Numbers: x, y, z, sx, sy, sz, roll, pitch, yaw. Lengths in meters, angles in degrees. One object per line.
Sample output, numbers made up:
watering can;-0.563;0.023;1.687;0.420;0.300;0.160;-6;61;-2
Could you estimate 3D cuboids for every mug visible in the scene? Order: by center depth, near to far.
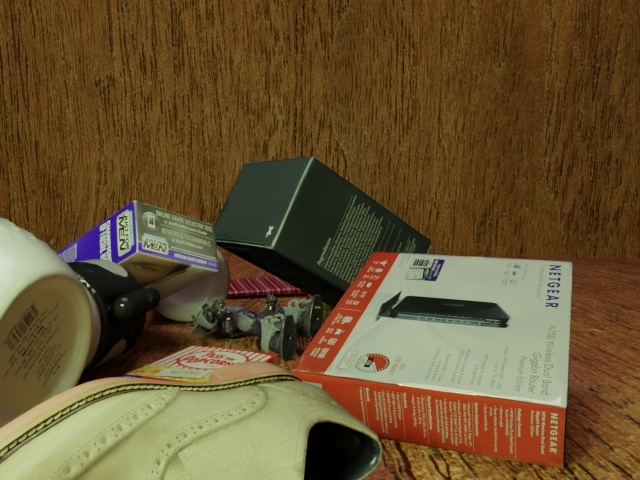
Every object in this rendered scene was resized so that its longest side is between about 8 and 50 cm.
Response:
mug;-0.445;0.112;0.603;0.327;0.276;0.374;9;36;13

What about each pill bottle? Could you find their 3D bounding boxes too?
pill bottle;-0.331;0.077;1.457;0.187;0.188;0.334;0;3;-16

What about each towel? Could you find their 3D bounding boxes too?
towel;-0.181;0.139;1.764;0.274;0.031;0.199;-2;6;-17

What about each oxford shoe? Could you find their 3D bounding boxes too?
oxford shoe;-0.088;0.174;0.427;0.146;0.141;0.397;11;11;31

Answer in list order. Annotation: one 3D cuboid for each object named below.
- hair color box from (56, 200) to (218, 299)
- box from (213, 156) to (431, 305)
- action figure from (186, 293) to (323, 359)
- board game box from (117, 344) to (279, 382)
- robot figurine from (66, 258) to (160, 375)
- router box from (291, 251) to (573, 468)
hair color box;-0.379;0.055;1.167;0.338;0.110;0.185;-27;-29;32
box;0.000;0.000;1.391;0.395;0.212;0.293;31;-14;-34
action figure;-0.127;0.148;1.134;0.284;0.099;0.185;0;7;43
board game box;-0.160;0.190;0.823;0.146;0.045;0.193;2;4;18
robot figurine;-0.377;0.121;0.929;0.173;0.209;0.278;36;7;5
router box;0.167;0.125;0.794;0.300;0.082;0.335;2;24;22
